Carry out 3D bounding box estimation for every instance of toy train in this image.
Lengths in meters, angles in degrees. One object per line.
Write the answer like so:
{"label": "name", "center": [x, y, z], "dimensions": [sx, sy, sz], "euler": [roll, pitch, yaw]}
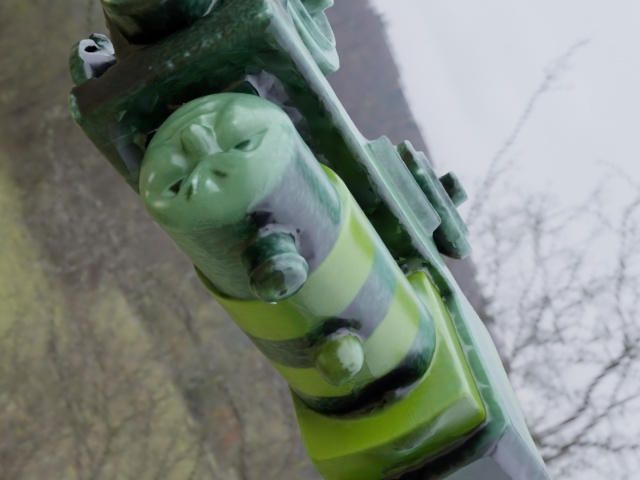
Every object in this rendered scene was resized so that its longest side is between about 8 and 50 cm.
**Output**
{"label": "toy train", "center": [-0.001, 0.000, 0.435], "dimensions": [0.200, 0.083, 0.132], "euler": [49, 15, -47]}
